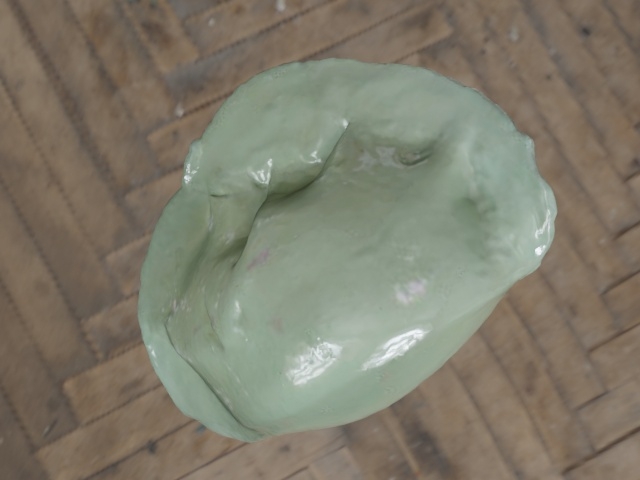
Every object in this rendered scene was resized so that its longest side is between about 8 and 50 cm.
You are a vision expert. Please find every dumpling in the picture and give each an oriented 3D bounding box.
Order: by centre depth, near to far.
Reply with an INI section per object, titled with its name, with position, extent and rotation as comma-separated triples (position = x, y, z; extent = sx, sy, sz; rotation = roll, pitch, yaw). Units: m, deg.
[dumpling]
position = 0.012, 0.026, 1.305
extent = 0.321, 0.211, 0.270
rotation = -32, 48, -5
